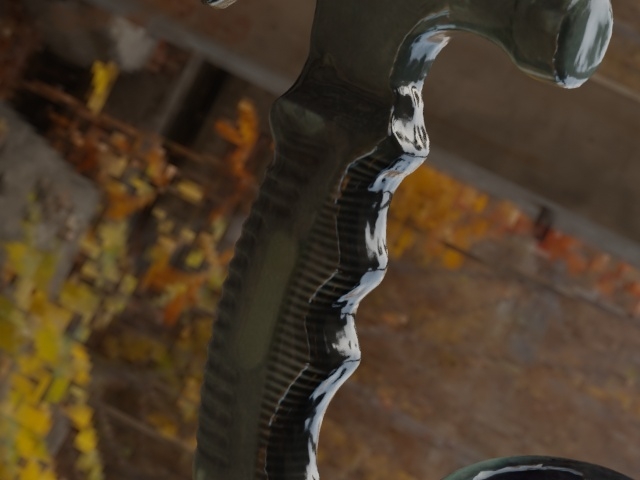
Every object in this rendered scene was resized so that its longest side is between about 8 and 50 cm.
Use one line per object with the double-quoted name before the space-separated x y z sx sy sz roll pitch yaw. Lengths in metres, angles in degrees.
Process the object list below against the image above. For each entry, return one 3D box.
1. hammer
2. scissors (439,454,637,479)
"hammer" 0.000 0.000 0.656 0.041 0.159 0.226 -1 107 -57
"scissors" 0.238 0.121 0.697 0.383 0.256 0.029 -20 138 -31
